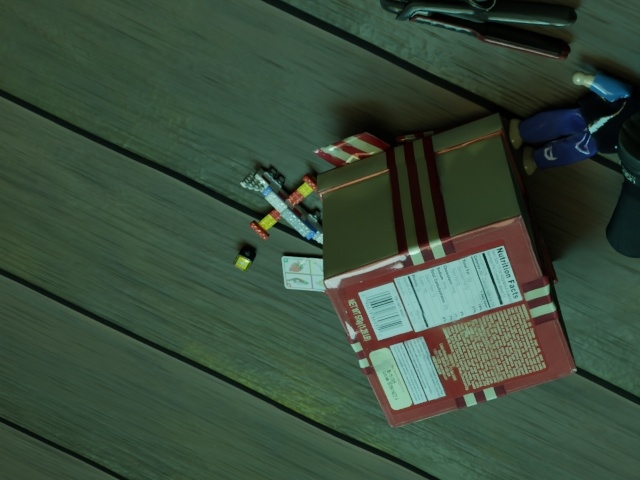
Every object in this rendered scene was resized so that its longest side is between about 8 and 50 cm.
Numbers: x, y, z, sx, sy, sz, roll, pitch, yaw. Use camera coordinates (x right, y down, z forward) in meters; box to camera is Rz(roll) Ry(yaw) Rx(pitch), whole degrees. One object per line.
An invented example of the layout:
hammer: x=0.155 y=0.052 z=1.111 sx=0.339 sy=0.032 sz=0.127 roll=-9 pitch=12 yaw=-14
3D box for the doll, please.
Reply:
doll: x=0.303 y=-0.132 z=1.495 sx=0.189 sy=0.046 sz=0.129 roll=-16 pitch=118 yaw=28

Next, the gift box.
gift box: x=0.116 y=0.021 z=1.529 sx=0.276 sy=0.258 sz=0.255 roll=-13 pitch=121 yaw=9

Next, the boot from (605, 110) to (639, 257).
boot: x=0.409 y=-0.099 z=1.446 sx=0.094 sy=0.246 sz=0.207 roll=52 pitch=169 yaw=27

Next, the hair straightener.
hair straightener: x=0.163 y=-0.262 z=1.462 sx=0.230 sy=0.047 sz=0.089 roll=17 pitch=127 yaw=13

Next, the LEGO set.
LEGO set: x=0.000 y=0.000 z=1.688 sx=0.244 sy=0.060 sz=0.182 roll=4 pitch=121 yaw=17
